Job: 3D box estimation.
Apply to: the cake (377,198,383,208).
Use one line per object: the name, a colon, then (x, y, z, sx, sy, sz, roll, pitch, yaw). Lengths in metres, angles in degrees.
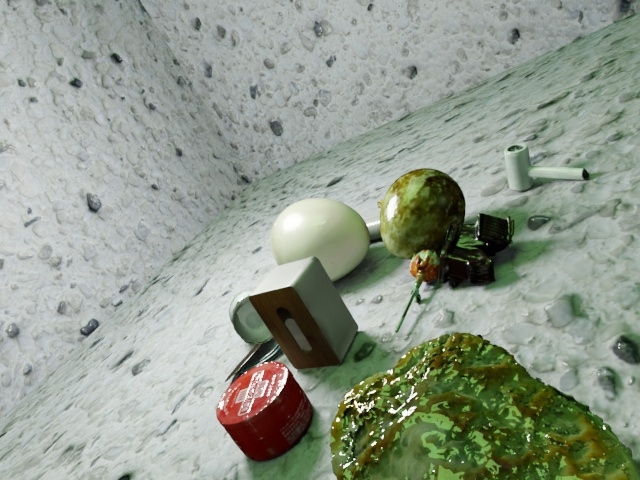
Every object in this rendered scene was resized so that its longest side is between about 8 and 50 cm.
cake: (0.261, -0.100, 1.880, 0.184, 0.080, 0.116, 1, 33, 42)

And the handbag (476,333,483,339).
handbag: (0.263, 0.240, 1.044, 0.115, 0.072, 0.139, -39, 7, -17)

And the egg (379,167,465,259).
egg: (0.288, -0.073, 1.514, 0.238, 0.238, 0.289, -9, 38, 48)

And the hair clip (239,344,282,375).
hair clip: (-0.131, 0.308, 1.489, 0.229, 0.070, 0.039, -43, 24, -11)

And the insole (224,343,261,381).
insole: (-0.180, 0.306, 1.572, 0.111, 0.007, 0.328, -40, 4, 47)

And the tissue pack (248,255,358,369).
tissue pack: (-0.037, 0.185, 1.341, 0.159, 0.246, 0.136, -18, 22, 36)

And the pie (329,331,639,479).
pie: (0.202, 0.324, 0.744, 0.395, 0.180, 0.418, -33, 26, -7)

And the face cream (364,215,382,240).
face cream: (0.213, -0.048, 1.808, 0.250, 0.077, 0.077, -15, 25, 39)

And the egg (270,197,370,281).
egg: (0.000, 0.000, 1.703, 0.345, 0.283, 0.283, -11, 27, 41)

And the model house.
model house: (0.392, 0.029, 1.320, 0.164, 0.141, 0.203, 8, 60, 29)

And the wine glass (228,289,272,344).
wine glass: (-0.207, 0.223, 1.605, 0.143, 0.143, 0.321, -35, 4, -11)

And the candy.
candy: (0.243, 0.127, 1.341, 0.084, 0.078, 0.288, -36, 14, 45)

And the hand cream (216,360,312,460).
hand cream: (-0.123, 0.377, 1.176, 0.193, 0.125, 0.193, -28, 18, 10)

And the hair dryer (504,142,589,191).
hair dryer: (0.642, -0.203, 1.506, 0.073, 0.131, 0.236, -38, 33, -28)
